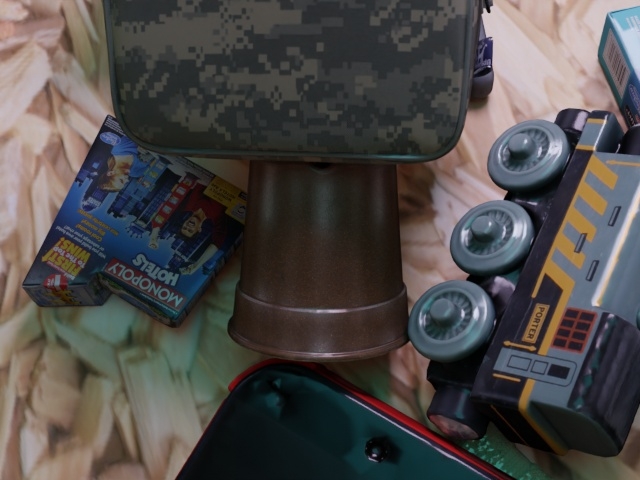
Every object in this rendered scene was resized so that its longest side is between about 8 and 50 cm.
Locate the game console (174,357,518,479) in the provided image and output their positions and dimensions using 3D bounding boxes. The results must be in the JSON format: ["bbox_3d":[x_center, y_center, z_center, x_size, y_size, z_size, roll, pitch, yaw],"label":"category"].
[{"bbox_3d":[0.024,0.311,0.884,0.386,0.060,0.342,28,81,17],"label":"game console"}]

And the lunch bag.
[{"bbox_3d":[-0.005,-0.192,0.919,0.305,0.212,0.256,2,22,8],"label":"lunch bag"}]

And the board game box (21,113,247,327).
[{"bbox_3d":[-0.184,0.003,1.055,0.194,0.060,0.194,30,72,17],"label":"board game box"}]

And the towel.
[{"bbox_3d":[0.130,0.235,0.936,0.148,0.027,0.110,-40,69,-14],"label":"towel"}]

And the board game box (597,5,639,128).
[{"bbox_3d":[0.477,-0.141,1.057,0.336,0.079,0.254,-14,64,-2],"label":"board game box"}]

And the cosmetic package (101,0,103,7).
[{"bbox_3d":[-0.069,-0.276,1.129,0.296,0.153,0.129,3,64,4],"label":"cosmetic package"}]

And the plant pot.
[{"bbox_3d":[0.000,0.000,0.945,0.167,0.167,0.165,1,105,5],"label":"plant pot"}]

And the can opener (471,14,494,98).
[{"bbox_3d":[0.129,-0.280,1.152,0.074,0.093,0.280,-6,69,1],"label":"can opener"}]

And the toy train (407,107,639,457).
[{"bbox_3d":[0.213,0.030,0.939,0.190,0.142,0.334,11,63,39],"label":"toy train"}]
